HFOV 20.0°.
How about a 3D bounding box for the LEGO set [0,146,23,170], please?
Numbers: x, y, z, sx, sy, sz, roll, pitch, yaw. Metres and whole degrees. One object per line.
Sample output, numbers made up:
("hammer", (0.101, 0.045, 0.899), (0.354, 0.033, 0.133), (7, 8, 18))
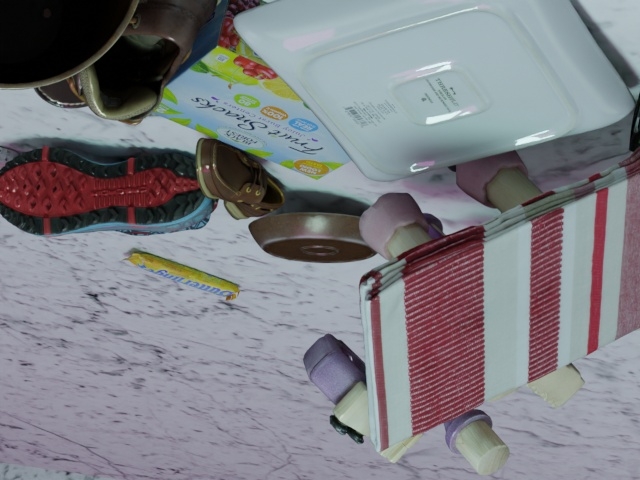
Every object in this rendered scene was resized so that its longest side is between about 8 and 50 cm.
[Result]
("LEGO set", (-0.448, -0.089, 2.099), (0.227, 0.087, 0.093), (15, 159, -9))

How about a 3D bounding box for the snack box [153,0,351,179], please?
("snack box", (-0.042, -0.144, 1.747), (0.207, 0.070, 0.174), (23, 155, -24))

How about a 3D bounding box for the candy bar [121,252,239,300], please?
("candy bar", (-0.179, 0.045, 2.384), (0.161, 0.018, 0.040), (21, 158, -19))

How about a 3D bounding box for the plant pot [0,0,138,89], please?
("plant pot", (-0.264, -0.217, 1.543), (0.215, 0.215, 0.230), (16, 173, -8))

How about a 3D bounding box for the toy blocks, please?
("toy blocks", (0.124, 0.046, 1.866), (0.288, 0.309, 0.260), (37, -171, -49))

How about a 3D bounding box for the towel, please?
("towel", (0.185, 0.054, 1.695), (0.329, 0.037, 0.237), (-24, 138, -16))

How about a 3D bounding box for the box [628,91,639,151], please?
("box", (0.379, -0.117, 1.621), (0.191, 0.045, 0.184), (10, 157, 8))

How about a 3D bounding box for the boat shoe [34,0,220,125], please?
("boat shoe", (-0.196, -0.171, 1.693), (0.123, 0.123, 0.342), (24, 156, -27))

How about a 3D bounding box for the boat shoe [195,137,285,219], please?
("boat shoe", (-0.088, -0.070, 1.984), (0.060, 0.064, 0.178), (-3, 163, 17))

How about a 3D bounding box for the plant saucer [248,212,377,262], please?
("plant saucer", (0.000, 0.000, 2.103), (0.168, 0.029, 0.168), (1, 167, 0))

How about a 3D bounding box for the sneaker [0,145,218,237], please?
("sneaker", (-0.245, -0.038, 2.082), (0.262, 0.104, 0.125), (4, 164, 13))

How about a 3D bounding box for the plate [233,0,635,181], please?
("plate", (0.104, -0.142, 1.601), (0.278, 0.045, 0.277), (-14, 145, 25))
